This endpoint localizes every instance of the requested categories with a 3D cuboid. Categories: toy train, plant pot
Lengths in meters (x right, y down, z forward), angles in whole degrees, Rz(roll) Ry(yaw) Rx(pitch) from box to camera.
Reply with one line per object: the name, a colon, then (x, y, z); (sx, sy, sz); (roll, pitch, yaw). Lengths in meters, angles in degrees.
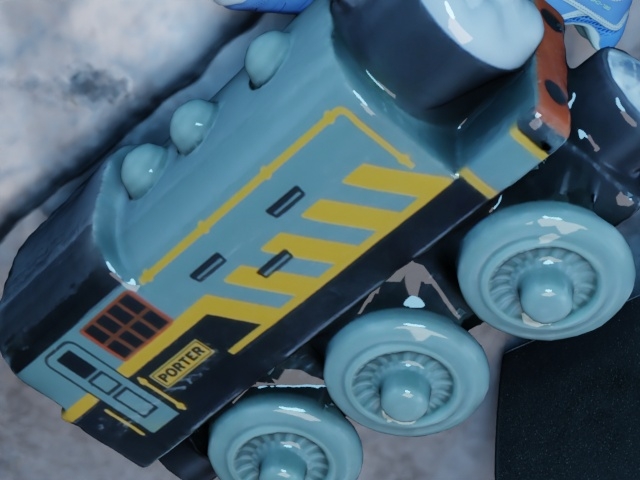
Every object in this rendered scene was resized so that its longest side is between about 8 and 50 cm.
toy train: (0.000, 0.000, 0.757); (0.190, 0.142, 0.334); (35, 126, -23)
plant pot: (0.197, 0.149, 0.825); (0.188, 0.167, 0.187); (29, 150, -19)

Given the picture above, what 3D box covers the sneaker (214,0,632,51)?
sneaker: (0.052, -0.120, 0.763); (0.211, 0.080, 0.081); (-4, 115, -1)
